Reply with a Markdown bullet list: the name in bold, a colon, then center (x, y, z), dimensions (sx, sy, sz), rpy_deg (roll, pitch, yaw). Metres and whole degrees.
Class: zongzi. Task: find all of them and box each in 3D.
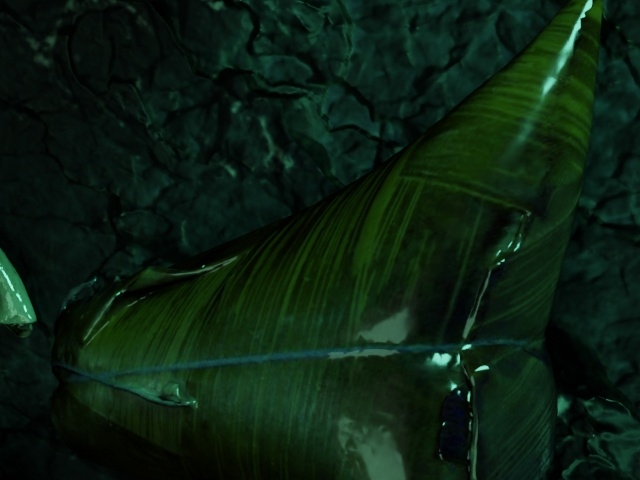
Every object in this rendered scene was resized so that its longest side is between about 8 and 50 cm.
- **zongzi**: center (0.000, 0.000, 1.166), dimensions (0.403, 0.208, 0.432), rpy_deg (13, 96, 31)

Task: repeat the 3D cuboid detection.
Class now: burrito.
- **burrito**: center (-0.284, 0.035, 1.356), dimensions (0.118, 0.044, 0.074), rpy_deg (51, 128, -1)
